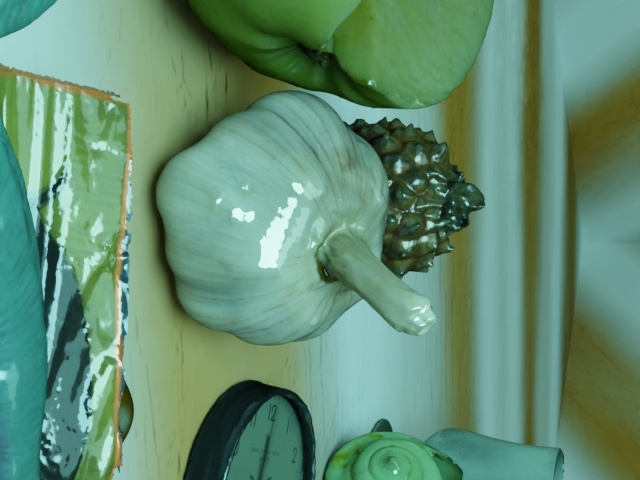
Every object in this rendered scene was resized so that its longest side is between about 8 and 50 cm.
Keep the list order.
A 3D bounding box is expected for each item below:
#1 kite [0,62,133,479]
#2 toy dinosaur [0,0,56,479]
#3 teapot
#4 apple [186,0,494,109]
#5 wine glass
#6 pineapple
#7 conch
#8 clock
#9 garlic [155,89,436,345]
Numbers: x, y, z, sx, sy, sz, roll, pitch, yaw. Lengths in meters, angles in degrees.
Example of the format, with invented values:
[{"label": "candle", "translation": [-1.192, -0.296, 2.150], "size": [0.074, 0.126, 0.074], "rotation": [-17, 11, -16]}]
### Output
[{"label": "kite", "translation": [-0.207, 0.040, 0.313], "size": [0.377, 0.013, 0.327], "rotation": [-50, 125, -32]}, {"label": "toy dinosaur", "translation": [-0.207, -0.008, 0.249], "size": [0.383, 0.129, 0.331], "rotation": [12, 89, -43]}, {"label": "teapot", "translation": [-0.157, 0.091, 0.450], "size": [0.098, 0.078, 0.129], "rotation": [-45, 142, 6]}, {"label": "apple", "translation": [0.006, -0.243, 0.580], "size": [0.295, 0.233, 0.258], "rotation": [46, 63, -71]}, {"label": "wine glass", "translation": [0.179, 0.286, 1.022], "size": [0.103, 0.231, 0.103], "rotation": [3, 90, -67]}, {"label": "pineapple", "translation": [0.062, -0.036, 0.772], "size": [0.166, 0.193, 0.166], "rotation": [-2, 92, -59]}, {"label": "conch", "translation": [0.093, 0.308, 0.934], "size": [0.143, 0.137, 0.250], "rotation": [-52, 138, -24]}, {"label": "clock", "translation": [-0.057, 0.216, 0.720], "size": [0.184, 0.040, 0.184], "rotation": [3, 90, -66]}, {"label": "garlic", "translation": [0.000, 0.000, 0.587], "size": [0.199, 0.226, 0.199], "rotation": [-17, 118, -35]}]
